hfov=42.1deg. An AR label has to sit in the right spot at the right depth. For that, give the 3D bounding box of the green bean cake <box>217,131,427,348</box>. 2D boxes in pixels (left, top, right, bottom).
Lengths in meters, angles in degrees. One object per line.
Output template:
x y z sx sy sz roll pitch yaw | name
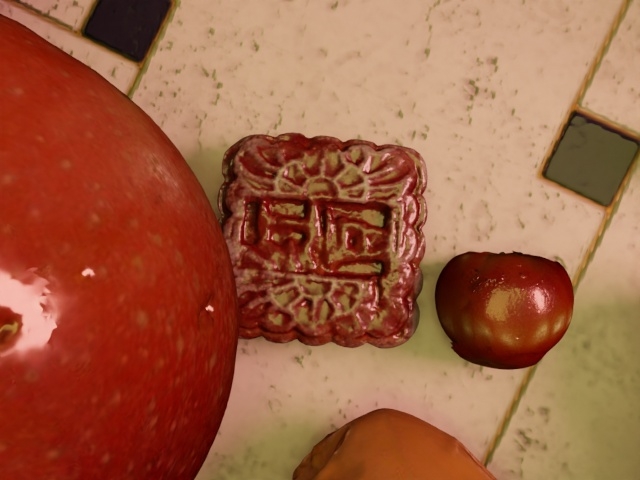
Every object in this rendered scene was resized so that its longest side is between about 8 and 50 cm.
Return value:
0.000 0.000 0.536 0.135 0.056 0.135 3 87 6 | green bean cake

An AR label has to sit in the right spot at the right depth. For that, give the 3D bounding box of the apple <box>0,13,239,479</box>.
-0.208 0.055 0.403 0.348 0.277 0.348 -4 116 -9 | apple

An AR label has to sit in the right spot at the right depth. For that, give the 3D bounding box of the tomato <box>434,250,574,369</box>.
0.112 0.043 0.511 0.087 0.087 0.075 5 89 5 | tomato

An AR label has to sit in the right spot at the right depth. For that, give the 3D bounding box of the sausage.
0.079 0.211 0.486 0.241 0.120 0.136 45 102 5 | sausage
